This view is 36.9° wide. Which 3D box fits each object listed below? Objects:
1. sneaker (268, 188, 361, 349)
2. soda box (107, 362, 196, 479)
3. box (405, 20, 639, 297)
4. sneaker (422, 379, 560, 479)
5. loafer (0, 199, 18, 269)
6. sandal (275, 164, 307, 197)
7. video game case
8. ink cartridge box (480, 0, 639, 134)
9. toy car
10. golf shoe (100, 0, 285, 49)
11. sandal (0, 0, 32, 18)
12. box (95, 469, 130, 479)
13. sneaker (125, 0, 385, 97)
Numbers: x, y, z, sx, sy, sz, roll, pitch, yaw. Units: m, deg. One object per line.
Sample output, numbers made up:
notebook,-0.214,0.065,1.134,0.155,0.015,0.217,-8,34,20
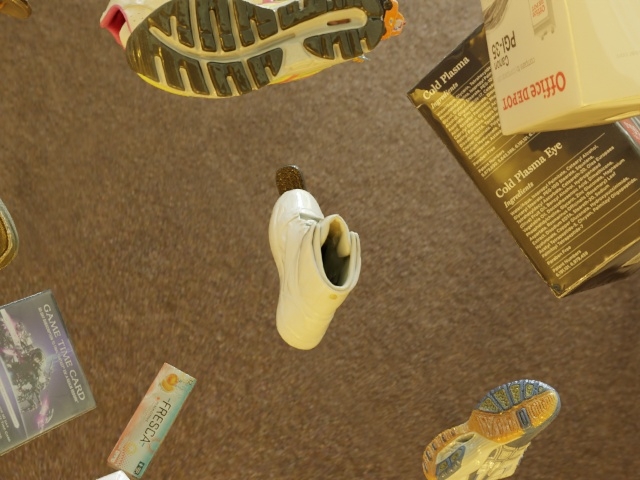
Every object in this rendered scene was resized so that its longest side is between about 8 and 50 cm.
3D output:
sneaker,0.000,0.000,1.449,0.108,0.169,0.292,13,46,-22
soda box,-0.272,0.293,1.550,0.063,0.058,0.183,30,67,-1
box,0.324,-0.114,1.224,0.312,0.179,0.343,55,26,16
sneaker,0.329,0.362,1.753,0.131,0.296,0.112,35,31,-30
loafer,-0.401,-0.054,0.949,0.094,0.087,0.251,-41,117,-2
sandal,-0.037,-0.049,1.707,0.067,0.040,0.179,-8,100,13
video game case,-0.458,0.199,1.361,0.274,0.026,0.196,-23,93,-54
ink cartridge box,0.226,-0.248,0.865,0.117,0.207,0.283,-9,91,-8
toy car,0.071,-0.269,1.228,0.040,0.122,0.060,10,80,-22
golf shoe,-0.134,-0.235,1.043,0.140,0.115,0.306,-52,44,-4
sandal,-0.562,-0.380,1.500,0.219,0.090,0.060,15,79,-12
box,-0.359,0.506,1.445,0.169,0.290,0.087,-14,37,-41
sneaker,-0.056,-0.155,0.780,0.208,0.094,0.081,-10,92,-20
